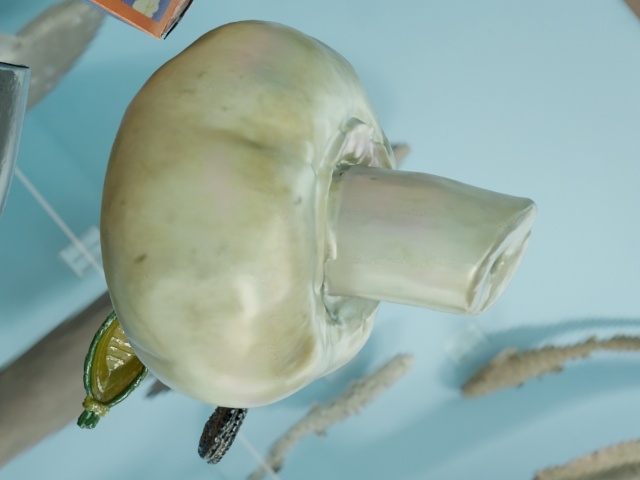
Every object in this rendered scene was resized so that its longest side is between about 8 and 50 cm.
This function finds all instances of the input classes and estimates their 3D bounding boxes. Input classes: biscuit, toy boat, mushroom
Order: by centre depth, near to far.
[{"bbox_3d":[-0.033,0.002,1.238,0.325,0.353,0.353,-43,-179,-14],"label":"mushroom"},{"bbox_3d":[-0.094,0.179,1.406,0.087,0.027,0.089,-44,-158,62],"label":"biscuit"},{"bbox_3d":[-0.252,0.145,1.820,0.229,0.089,0.088,-58,-165,29],"label":"toy boat"}]

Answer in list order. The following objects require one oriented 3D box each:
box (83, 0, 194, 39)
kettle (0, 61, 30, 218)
[{"bbox_3d":[-0.312,-0.495,1.898,0.257,0.348,0.319,28,92,-52],"label":"box"},{"bbox_3d":[-0.423,-0.061,1.517,0.268,0.207,0.290,-111,-153,-83],"label":"kettle"}]
